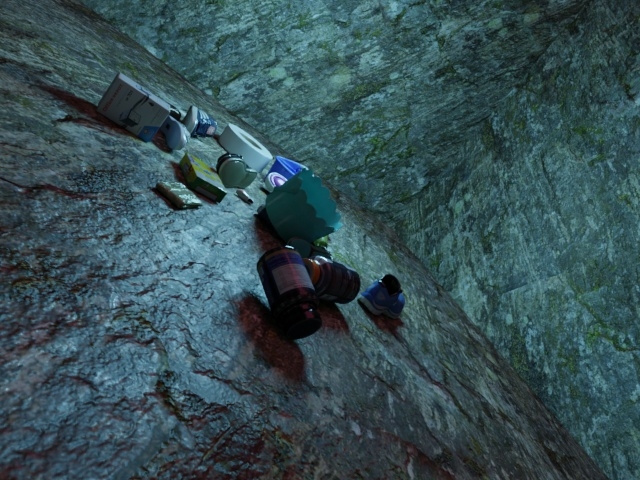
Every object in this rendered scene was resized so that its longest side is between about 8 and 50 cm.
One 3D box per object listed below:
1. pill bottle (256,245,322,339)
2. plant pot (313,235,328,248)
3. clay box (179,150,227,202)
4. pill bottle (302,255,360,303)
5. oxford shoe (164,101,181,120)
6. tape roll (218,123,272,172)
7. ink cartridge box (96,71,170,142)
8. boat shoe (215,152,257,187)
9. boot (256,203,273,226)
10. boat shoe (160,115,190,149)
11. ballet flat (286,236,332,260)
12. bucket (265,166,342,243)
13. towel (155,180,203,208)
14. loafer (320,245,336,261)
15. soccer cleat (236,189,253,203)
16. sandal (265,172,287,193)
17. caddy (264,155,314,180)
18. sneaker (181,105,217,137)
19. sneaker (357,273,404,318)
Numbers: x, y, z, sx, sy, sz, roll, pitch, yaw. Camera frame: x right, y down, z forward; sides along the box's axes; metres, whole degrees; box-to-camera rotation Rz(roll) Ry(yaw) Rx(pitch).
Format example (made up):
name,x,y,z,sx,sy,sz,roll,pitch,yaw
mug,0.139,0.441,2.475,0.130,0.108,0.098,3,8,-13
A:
name,x,y,z,sx,sy,sz,roll,pitch,yaw
pill bottle,-0.076,0.131,1.231,0.122,0.122,0.219,25,32,-48
plant pot,0.000,0.000,2.070,0.083,0.083,0.079,32,26,-30
clay box,-0.411,-0.225,1.694,0.127,0.053,0.222,30,15,-38
pill bottle,0.015,0.122,1.545,0.245,0.130,0.130,23,21,-53
oxford shoe,-0.648,-0.506,1.943,0.227,0.083,0.096,3,41,-51
tape roll,-0.389,-0.479,2.532,0.286,0.100,0.286,37,13,-10
ink cartridge box,-0.624,-0.443,1.637,0.190,0.140,0.082,31,17,-33
boat shoe,-0.351,-0.288,1.923,0.113,0.127,0.340,40,11,8
boot,-0.170,-0.090,1.921,0.086,0.069,0.190,52,24,19
boat shoe,-0.538,-0.406,1.861,0.084,0.095,0.258,24,21,-38
ballet flat,-0.060,0.044,1.763,0.087,0.083,0.247,18,-5,41
bucket,-0.066,-0.117,1.849,0.281,0.183,0.281,50,23,-29
towel,-0.413,-0.136,1.441,0.110,0.027,0.148,40,12,6
loafer,0.030,0.083,1.912,0.050,0.056,0.148,29,26,-42
soccer cleat,-0.293,-0.170,1.906,0.083,0.029,0.036,38,8,-30
sandal,-0.076,-0.182,2.297,0.416,0.102,0.170,34,40,-14
caddy,-0.118,-0.295,2.499,0.341,0.179,0.241,42,12,10
sneaker,-0.529,-0.510,2.160,0.148,0.131,0.350,30,15,-22
sneaker,0.276,0.218,1.933,0.130,0.147,0.330,46,13,25
